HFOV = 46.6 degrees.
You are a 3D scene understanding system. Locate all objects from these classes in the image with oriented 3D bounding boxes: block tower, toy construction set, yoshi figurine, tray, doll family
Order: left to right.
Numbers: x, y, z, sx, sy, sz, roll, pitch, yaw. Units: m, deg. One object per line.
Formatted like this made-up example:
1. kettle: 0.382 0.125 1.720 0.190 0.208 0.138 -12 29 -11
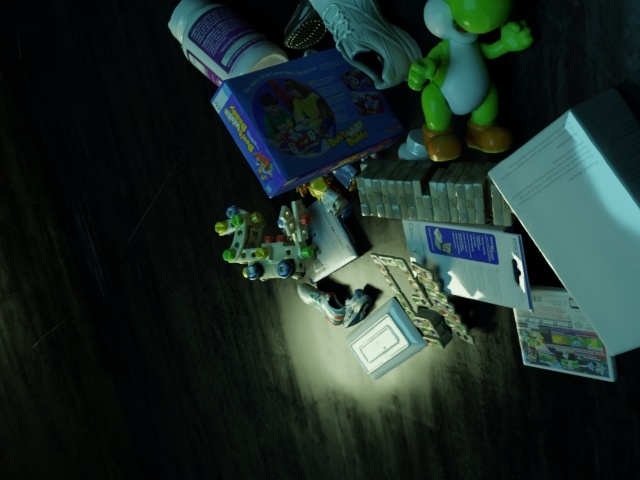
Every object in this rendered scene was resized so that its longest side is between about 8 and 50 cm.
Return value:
1. toy construction set: -0.133 -0.003 1.954 0.328 0.151 0.215 -7 81 45
2. doll family: 0.018 -0.165 1.716 0.163 0.118 0.263 46 134 17
3. tray: 0.155 0.261 1.897 0.145 0.030 0.270 54 142 10
4. block tower: 0.231 -0.097 1.449 0.336 0.097 0.091 6 125 28
5. yoshi figurine: 0.262 -0.324 1.302 0.203 0.203 0.362 7 115 30

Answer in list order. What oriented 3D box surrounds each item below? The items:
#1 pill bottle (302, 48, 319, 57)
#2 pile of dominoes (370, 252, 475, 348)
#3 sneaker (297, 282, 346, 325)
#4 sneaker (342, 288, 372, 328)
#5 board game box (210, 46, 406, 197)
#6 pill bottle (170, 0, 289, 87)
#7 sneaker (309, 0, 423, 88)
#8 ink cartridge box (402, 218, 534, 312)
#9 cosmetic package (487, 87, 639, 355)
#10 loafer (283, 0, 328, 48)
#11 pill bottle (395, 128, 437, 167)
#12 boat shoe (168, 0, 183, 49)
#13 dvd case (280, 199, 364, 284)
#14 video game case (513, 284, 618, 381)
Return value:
1. pill bottle: -0.028 -0.396 1.708 0.043 0.043 0.083 51 142 16
2. pile of dominoes: 0.220 0.141 1.662 0.196 0.040 0.251 7 137 57
3. sneaker: 0.009 0.153 1.987 0.161 0.057 0.075 41 135 21
4. sneaker: 0.089 0.173 1.916 0.058 0.052 0.135 55 136 27
5. board game box: -0.016 -0.256 1.527 0.233 0.347 0.078 59 144 7
6. pill bottle: -0.228 -0.466 1.802 0.301 0.169 0.169 44 139 24
7. sneaker: 0.072 -0.421 1.466 0.297 0.129 0.111 45 137 4
8. ink cartridge box: 0.311 0.036 1.522 0.333 0.065 0.165 13 120 54
9. cosmetic package: 0.486 -0.028 1.228 0.385 0.156 0.217 58 143 6
10. loafer: -0.011 -0.503 1.610 0.220 0.080 0.078 -42 55 43
11. pill bottle: 0.196 -0.153 1.551 0.086 0.086 0.152 40 137 28
12. boat shoe: -0.340 -0.578 1.961 0.083 0.065 0.183 61 149 -1
13. dvd case: 0.000 0.000 1.925 0.239 0.030 0.179 -34 84 53
14. video game case: 0.478 0.178 1.468 0.201 0.023 0.183 3 114 48
